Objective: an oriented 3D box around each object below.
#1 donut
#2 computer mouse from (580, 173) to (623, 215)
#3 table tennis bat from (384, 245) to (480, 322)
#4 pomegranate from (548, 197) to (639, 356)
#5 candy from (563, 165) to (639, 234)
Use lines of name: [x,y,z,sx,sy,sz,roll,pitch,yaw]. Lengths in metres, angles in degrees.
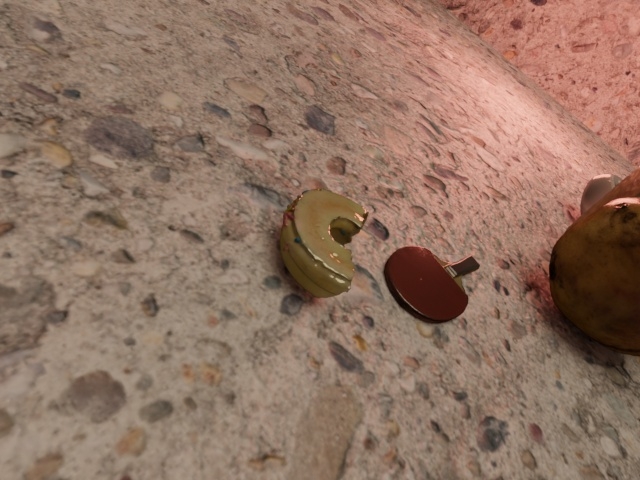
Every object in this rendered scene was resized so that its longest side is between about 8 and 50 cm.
donut: [-0.003,-0.004,0.529,0.108,0.065,0.166,31,40,-7]
computer mouse: [0.780,-0.052,1.125,0.184,0.121,0.297,33,53,-19]
table tennis bat: [0.183,0.057,0.645,0.220,0.019,0.130,-13,60,-42]
pomegranate: [0.553,0.061,0.722,0.281,0.281,0.281,21,42,-19]
candy: [0.673,-0.045,0.881,0.135,0.320,0.179,40,42,8]
